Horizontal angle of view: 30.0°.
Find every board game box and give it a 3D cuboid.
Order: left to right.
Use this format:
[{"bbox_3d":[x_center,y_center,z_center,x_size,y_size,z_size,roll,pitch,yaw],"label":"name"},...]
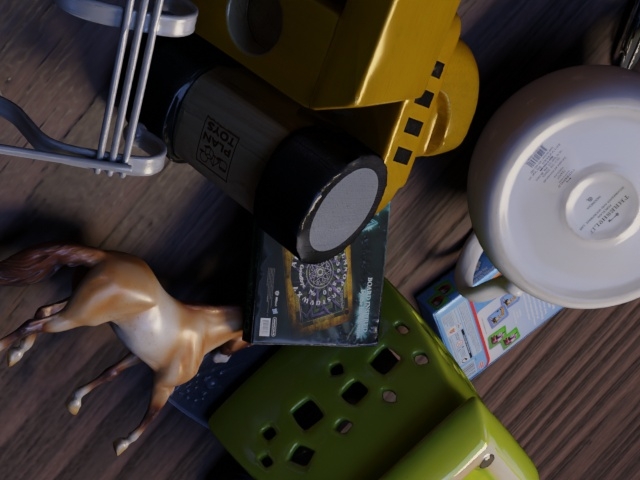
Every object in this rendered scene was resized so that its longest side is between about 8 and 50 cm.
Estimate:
[{"bbox_3d":[0.000,0.000,1.052,0.126,0.026,0.186,5,93,-25],"label":"board game box"},{"bbox_3d":[0.217,0.056,1.361,0.211,0.039,0.160,-35,140,-9],"label":"board game box"}]

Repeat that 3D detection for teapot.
[{"bbox_3d":[0.254,-0.064,1.186,0.256,0.187,0.253,-8,114,0],"label":"teapot"}]

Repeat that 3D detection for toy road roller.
[{"bbox_3d":[0.020,-0.164,0.892,0.240,0.202,0.330,-19,137,-47],"label":"toy road roller"}]

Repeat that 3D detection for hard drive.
[{"bbox_3d":[-0.038,0.128,1.198,0.172,0.054,0.254,-47,140,4],"label":"hard drive"}]

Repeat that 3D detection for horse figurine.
[{"bbox_3d":[-0.171,0.074,0.992,0.174,0.066,0.263,-40,131,5],"label":"horse figurine"}]

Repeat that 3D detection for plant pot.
[{"bbox_3d":[0.067,0.207,1.150,0.228,0.207,0.227,-42,141,-1],"label":"plant pot"}]

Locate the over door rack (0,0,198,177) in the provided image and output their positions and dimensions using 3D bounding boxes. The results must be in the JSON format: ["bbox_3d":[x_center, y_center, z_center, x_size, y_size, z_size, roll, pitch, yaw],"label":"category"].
[{"bbox_3d":[-0.237,-0.169,0.748,0.324,0.108,0.240,2,123,-24],"label":"over door rack"}]

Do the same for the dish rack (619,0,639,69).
[{"bbox_3d":[0.439,-0.246,1.257,0.271,0.074,0.208,-9,128,-35],"label":"dish rack"}]

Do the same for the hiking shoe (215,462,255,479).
[{"bbox_3d":[-0.049,0.339,1.360,0.132,0.113,0.304,-53,144,-39],"label":"hiking shoe"}]
